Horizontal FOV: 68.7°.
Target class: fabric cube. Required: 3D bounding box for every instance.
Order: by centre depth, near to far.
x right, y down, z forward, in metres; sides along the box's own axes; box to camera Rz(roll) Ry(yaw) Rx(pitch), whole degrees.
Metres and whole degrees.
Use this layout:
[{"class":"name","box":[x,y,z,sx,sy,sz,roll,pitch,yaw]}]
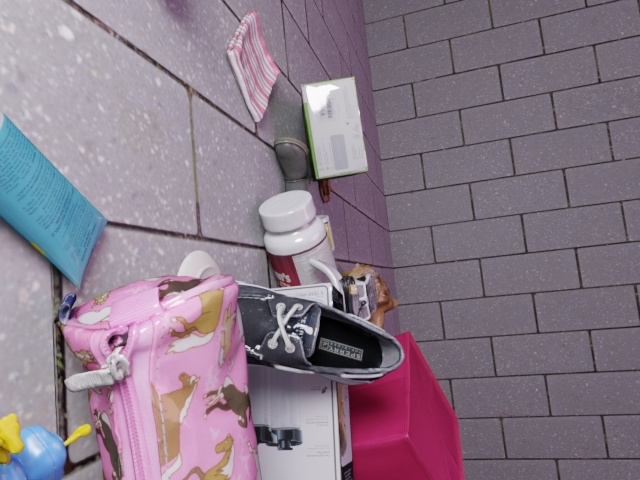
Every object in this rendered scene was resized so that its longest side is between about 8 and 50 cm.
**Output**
[{"class":"fabric cube","box":[0.094,0.370,0.856,0.254,0.258,0.259,61,22,-19]}]

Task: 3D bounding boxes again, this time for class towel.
[{"class":"towel","box":[-0.128,-0.346,0.921,0.197,0.029,0.144,-82,158,-43]}]

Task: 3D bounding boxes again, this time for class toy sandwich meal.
[{"class":"toy sandwich meal","box":[0.020,-0.150,1.369,0.085,0.029,0.086,-7,90,-75]}]

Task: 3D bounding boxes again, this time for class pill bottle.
[{"class":"pill bottle","box":[-0.038,0.024,0.899,0.121,0.121,0.221,-73,151,-57]},{"class":"pill bottle","box":[0.000,0.000,1.158,0.065,0.065,0.116,-55,135,-68]}]

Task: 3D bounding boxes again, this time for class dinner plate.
[{"class":"dinner plate","box":[-0.155,0.083,0.645,0.141,0.017,0.141,-6,90,-76]}]

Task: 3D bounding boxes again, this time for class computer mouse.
[{"class":"computer mouse","box":[0.061,0.101,0.775,0.193,0.042,0.106,-14,94,-76]}]

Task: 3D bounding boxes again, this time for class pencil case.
[{"class":"pencil case","box":[-0.124,0.226,0.422,0.167,0.160,0.386,-11,95,-45]}]

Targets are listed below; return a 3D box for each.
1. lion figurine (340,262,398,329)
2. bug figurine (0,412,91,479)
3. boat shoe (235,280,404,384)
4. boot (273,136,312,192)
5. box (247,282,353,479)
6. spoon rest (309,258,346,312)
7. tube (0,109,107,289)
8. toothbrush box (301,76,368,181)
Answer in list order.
[{"class":"lion figurine","box":[0.149,0.275,1.449,0.240,0.142,0.392,27,61,-63]},{"class":"bug figurine","box":[-0.193,0.248,0.245,0.216,0.072,0.279,-22,99,-57]},{"class":"boat shoe","box":[-0.036,0.115,0.578,0.102,0.301,0.108,-36,-144,58]},{"class":"boot","box":[-0.057,-0.090,1.006,0.190,0.076,0.209,53,40,-60]},{"class":"box","box":[-0.047,0.219,0.694,0.087,0.169,0.290,52,32,-66]},{"class":"spoon rest","box":[-0.022,0.174,0.811,0.137,0.084,0.276,20,89,-61]},{"class":"tube","box":[-0.234,-0.046,0.363,0.207,0.052,0.080,71,23,-53]},{"class":"toothbrush box","box":[0.026,-0.254,1.137,0.283,0.122,0.206,-100,-179,-83]}]
